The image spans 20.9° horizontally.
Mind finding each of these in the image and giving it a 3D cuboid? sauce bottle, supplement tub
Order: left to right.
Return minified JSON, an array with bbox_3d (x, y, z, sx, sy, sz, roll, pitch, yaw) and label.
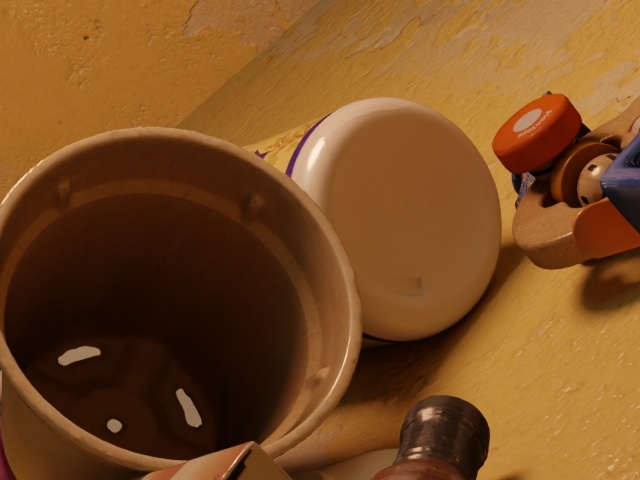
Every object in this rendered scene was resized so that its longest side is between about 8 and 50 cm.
[{"bbox_3d":[0.000,0.000,1.786,0.241,0.241,0.331,-49,18,-30],"label":"supplement tub"},{"bbox_3d":[0.061,0.236,1.235,0.111,0.111,0.344,-32,16,27],"label":"sauce bottle"}]

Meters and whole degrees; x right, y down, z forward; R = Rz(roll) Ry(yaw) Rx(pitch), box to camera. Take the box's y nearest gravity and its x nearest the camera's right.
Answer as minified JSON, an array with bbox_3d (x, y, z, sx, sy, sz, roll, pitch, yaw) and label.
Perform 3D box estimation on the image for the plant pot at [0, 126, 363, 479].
[{"bbox_3d":[-0.166,0.118,1.598,0.334,0.333,0.305,-51,-5,-35],"label":"plant pot"}]

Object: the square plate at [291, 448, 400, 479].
[{"bbox_3d":[-0.108,0.326,1.495,0.344,0.049,0.347,-26,21,42],"label":"square plate"}]

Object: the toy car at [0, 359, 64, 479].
[{"bbox_3d":[-0.314,0.219,1.816,0.182,0.159,0.136,-26,26,4],"label":"toy car"}]

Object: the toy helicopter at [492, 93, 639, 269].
[{"bbox_3d":[0.318,-0.086,1.482,0.355,0.140,0.235,-33,19,17],"label":"toy helicopter"}]

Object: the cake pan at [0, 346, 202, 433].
[{"bbox_3d":[-0.236,0.157,1.965,0.293,0.054,0.293,-8,61,15],"label":"cake pan"}]

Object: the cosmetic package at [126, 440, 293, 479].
[{"bbox_3d":[-0.136,0.274,1.366,0.296,0.129,0.153,-25,23,45],"label":"cosmetic package"}]

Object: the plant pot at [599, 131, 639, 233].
[{"bbox_3d":[0.361,-0.038,1.091,0.236,0.212,0.236,-45,15,-17],"label":"plant pot"}]

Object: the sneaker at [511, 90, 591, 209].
[{"bbox_3d":[0.231,-0.085,1.784,0.087,0.083,0.221,-40,12,22],"label":"sneaker"}]
